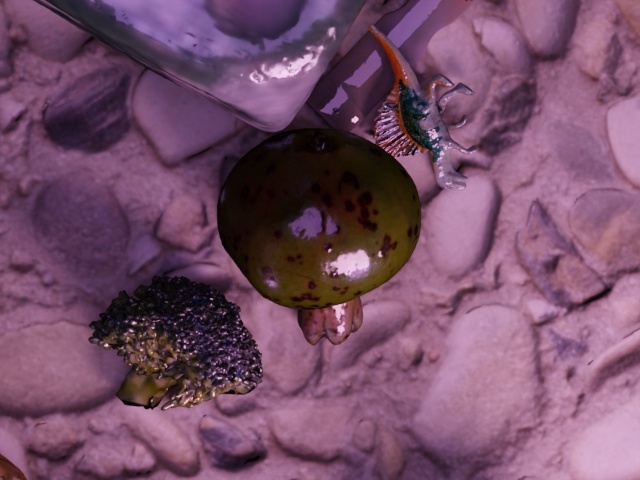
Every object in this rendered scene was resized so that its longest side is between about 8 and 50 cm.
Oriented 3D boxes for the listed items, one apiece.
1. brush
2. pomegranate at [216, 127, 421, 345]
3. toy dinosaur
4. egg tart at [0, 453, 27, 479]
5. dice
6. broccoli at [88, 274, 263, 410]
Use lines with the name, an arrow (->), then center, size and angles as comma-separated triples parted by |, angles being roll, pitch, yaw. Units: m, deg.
brush -> 0.116, -0.240, 1.611 | 0.060, 0.050, 0.321 | 44, 90, -11
pomegranate -> 0.000, 0.000, 1.560 | 0.202, 0.202, 0.248 | -7, 124, -5
toy dinosaur -> 0.095, -0.130, 1.613 | 0.187, 0.044, 0.106 | 30, 108, -24
egg tart -> -0.405, 0.327, 1.575 | 0.291, 0.107, 0.291 | 0, 95, -5
dice -> -0.105, -0.316, 1.440 | 0.348, 0.328, 0.330 | 28, 91, -7
broccoli -> -0.148, 0.115, 1.583 | 0.154, 0.167, 0.160 | 47, 120, 24
